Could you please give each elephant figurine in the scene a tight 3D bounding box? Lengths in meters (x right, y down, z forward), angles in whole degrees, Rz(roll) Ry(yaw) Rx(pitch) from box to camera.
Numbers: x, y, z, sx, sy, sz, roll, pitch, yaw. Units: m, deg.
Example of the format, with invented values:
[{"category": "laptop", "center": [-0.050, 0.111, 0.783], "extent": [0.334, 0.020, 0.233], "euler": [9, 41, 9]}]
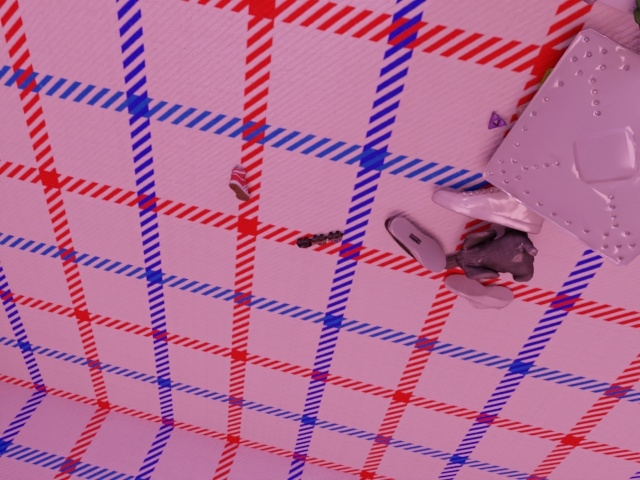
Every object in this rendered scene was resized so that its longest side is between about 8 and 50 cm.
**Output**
[{"category": "elephant figurine", "center": [0.451, 0.050, 1.358], "extent": [0.240, 0.169, 0.185], "euler": [-7, 131, 14]}]

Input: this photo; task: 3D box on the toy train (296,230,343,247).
[{"category": "toy train", "center": [0.000, 0.000, 1.525], "extent": [0.159, 0.027, 0.036], "euler": [-11, 127, 22]}]

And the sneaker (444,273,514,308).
[{"category": "sneaker", "center": [0.474, 0.172, 1.517], "extent": [0.212, 0.080, 0.094], "euler": [17, 141, -1]}]

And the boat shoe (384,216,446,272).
[{"category": "boat shoe", "center": [0.277, 0.009, 1.439], "extent": [0.219, 0.070, 0.077], "euler": [43, 82, -13]}]

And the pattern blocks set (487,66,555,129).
[{"category": "pattern blocks set", "center": [0.567, -0.272, 1.170], "extent": [0.325, 0.026, 0.285], "euler": [-1, 127, 15]}]

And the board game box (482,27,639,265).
[{"category": "board game box", "center": [0.622, -0.189, 1.076], "extent": [0.390, 0.050, 0.389], "euler": [38, 132, 14]}]

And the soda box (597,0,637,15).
[{"category": "soda box", "center": [0.527, -0.515, 0.960], "extent": [0.216, 0.073, 0.069], "euler": [20, 129, -3]}]

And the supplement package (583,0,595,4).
[{"category": "supplement package", "center": [0.426, -0.569, 0.827], "extent": [0.262, 0.145, 0.204], "euler": [34, 110, 4]}]

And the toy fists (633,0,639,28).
[{"category": "toy fists", "center": [0.683, -0.420, 0.936], "extent": [0.142, 0.096, 0.279], "euler": [-44, 136, 20]}]

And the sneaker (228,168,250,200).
[{"category": "sneaker", "center": [-0.233, -0.166, 1.450], "extent": [0.042, 0.066, 0.118], "euler": [0, 157, 11]}]

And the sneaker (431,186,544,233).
[{"category": "sneaker", "center": [0.444, -0.112, 1.299], "extent": [0.290, 0.106, 0.122], "euler": [15, 104, 6]}]
